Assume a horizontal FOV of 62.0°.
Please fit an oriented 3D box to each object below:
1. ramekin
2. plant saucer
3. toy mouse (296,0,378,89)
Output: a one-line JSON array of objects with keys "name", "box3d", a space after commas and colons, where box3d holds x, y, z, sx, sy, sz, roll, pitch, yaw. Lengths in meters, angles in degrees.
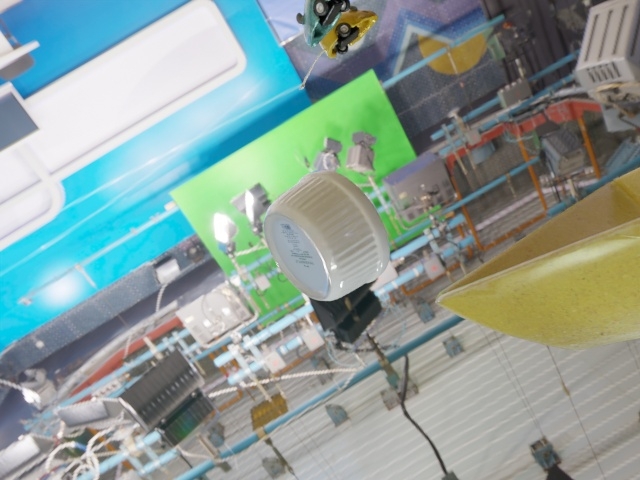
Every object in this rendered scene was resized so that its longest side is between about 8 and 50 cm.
[{"name": "ramekin", "box3d": [0.000, 0.000, 0.859, 0.109, 0.207, 0.207, -34, -159, -27]}, {"name": "plant saucer", "box3d": [0.294, -0.033, 0.349, 0.333, 0.081, 0.333, -24, 173, -36]}, {"name": "toy mouse", "box3d": [0.027, -0.221, 0.469, 0.161, 0.031, 0.143, -40, 173, -1]}]
